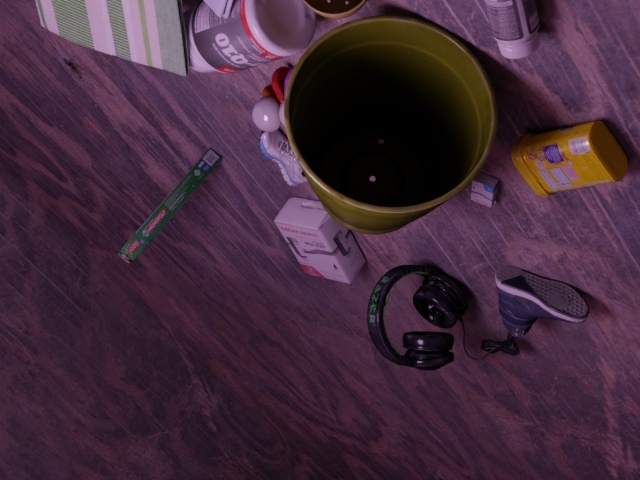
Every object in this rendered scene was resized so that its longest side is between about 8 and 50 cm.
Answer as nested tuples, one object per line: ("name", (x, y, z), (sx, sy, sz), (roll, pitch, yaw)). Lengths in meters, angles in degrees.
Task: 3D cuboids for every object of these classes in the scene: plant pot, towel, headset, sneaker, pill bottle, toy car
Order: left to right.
("towel", (-0.411, -0.455, 1.783), (0.325, 0.038, 0.248), (17, 144, 9))
("pill bottle", (-0.154, -0.415, 1.793), (0.283, 0.161, 0.161), (-3, 135, 50))
("sneaker", (-0.070, -0.202, 2.162), (0.083, 0.071, 0.190), (1, 147, 38))
("toy car", (-0.047, -0.298, 1.916), (0.182, 0.159, 0.136), (6, 105, 43))
("plant pot", (0.029, -0.441, 1.608), (0.134, 0.134, 0.095), (31, 177, 8))
("plant pot", (0.115, -0.172, 1.739), (0.366, 0.366, 0.353), (31, 165, 7))
("headset", (0.297, 0.207, 2.240), (0.394, 0.243, 0.185), (25, 166, -32))
("pill bottle", (0.304, -0.361, 1.462), (0.078, 0.078, 0.137), (14, 146, 34))
("sneaker", (0.497, 0.163, 2.071), (0.226, 0.086, 0.163), (27, 143, 35))

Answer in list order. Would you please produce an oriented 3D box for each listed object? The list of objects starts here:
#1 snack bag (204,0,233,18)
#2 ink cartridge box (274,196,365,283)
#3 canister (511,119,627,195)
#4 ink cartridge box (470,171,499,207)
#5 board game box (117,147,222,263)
("snack bag", (-0.240, -0.603, 1.593), (0.342, 0.037, 0.323), (46, 146, 14))
("ink cartridge box", (0.000, 0.000, 2.374), (0.159, 0.092, 0.218), (11, 143, 38))
("canister", (0.447, -0.147, 1.657), (0.170, 0.073, 0.126), (-8, 131, 51))
("ink cartridge box", (0.338, -0.100, 1.902), (0.048, 0.028, 0.083), (24, 152, 20))
("board game box", (-0.395, -0.089, 2.419), (0.046, 0.317, 0.213), (41, 152, -9))
